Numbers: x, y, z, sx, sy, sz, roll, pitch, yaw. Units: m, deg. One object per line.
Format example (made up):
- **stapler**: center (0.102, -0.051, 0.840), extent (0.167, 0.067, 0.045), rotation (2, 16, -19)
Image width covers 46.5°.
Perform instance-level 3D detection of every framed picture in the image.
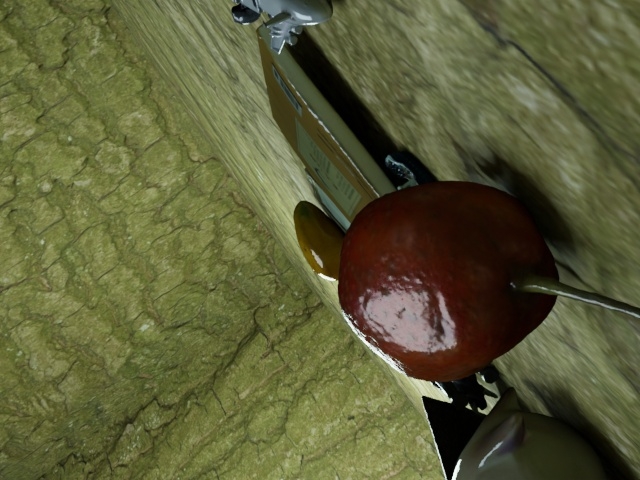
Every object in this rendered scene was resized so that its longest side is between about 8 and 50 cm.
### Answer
- **framed picture**: center (0.046, -0.030, 1.293), extent (0.201, 0.010, 0.136), rotation (50, 174, 23)

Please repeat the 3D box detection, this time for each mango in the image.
- **mango**: center (0.002, 0.003, 1.445), extent (0.165, 0.089, 0.115), rotation (53, 173, 20)

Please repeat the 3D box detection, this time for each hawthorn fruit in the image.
- **hawthorn fruit**: center (0.129, 0.034, 0.523), extent (0.165, 0.165, 0.285), rotation (54, 157, -21)

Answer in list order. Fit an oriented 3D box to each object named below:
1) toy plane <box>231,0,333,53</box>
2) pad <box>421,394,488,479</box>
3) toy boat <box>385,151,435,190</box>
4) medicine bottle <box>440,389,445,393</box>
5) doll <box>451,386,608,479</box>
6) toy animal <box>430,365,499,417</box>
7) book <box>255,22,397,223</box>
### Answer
- **toy plane**: center (-0.046, -0.219, 0.641), extent (0.171, 0.065, 0.162), rotation (53, 165, 43)
- **pad**: center (0.253, 0.360, 1.134), extent (0.330, 0.004, 0.220), rotation (29, -140, -51)
- **toy boat**: center (0.089, -0.052, 0.716), extent (0.083, 0.038, 0.038), rotation (50, 174, 26)
- **medicine bottle**: center (0.214, 0.224, 1.282), extent (0.091, 0.058, 0.058), rotation (46, 172, 46)
- **doll**: center (0.287, 0.373, 0.857), extent (0.370, 0.226, 0.215), rotation (49, -166, 12)
- **toy animal**: center (0.201, 0.193, 1.115), extent (0.269, 0.082, 0.137), rotation (48, 179, -21)
- **book**: center (0.016, -0.098, 0.924), extent (0.269, 0.032, 0.389), rotation (53, 177, 1)
